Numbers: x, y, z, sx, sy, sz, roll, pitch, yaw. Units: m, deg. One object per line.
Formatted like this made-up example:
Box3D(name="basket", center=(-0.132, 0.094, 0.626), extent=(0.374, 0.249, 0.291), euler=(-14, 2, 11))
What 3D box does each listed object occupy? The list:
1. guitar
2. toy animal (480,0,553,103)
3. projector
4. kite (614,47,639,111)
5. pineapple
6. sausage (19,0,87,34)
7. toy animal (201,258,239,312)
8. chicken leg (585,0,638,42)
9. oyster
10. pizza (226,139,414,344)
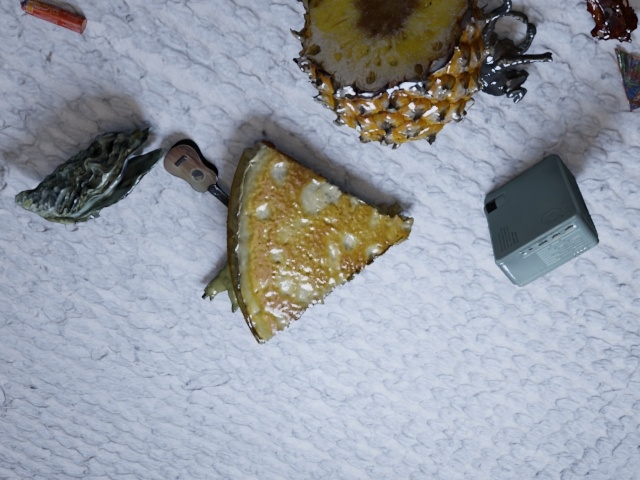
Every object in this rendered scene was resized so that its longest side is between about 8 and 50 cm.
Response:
Box3D(name="guitar", center=(-0.224, -0.109, 1.674), extent=(0.084, 0.038, 0.271), euler=(-38, 110, 25))
Box3D(name="toy animal", center=(0.335, -0.363, 1.444), extent=(0.148, 0.085, 0.232), euler=(-35, 117, 25))
Box3D(name="projector", center=(0.437, -0.038, 1.538), extent=(0.192, 0.257, 0.099), euler=(-33, 115, 23))
Box3D(name="kite", center=(0.643, -0.323, 1.488), extent=(0.189, 0.010, 0.159), euler=(18, 120, -9))
Box3D(name="pineapple", center=(0.134, -0.336, 1.319), extent=(0.352, 0.300, 0.353), euler=(-2, 80, 14))
Box3D(name="sausage", center=(-0.523, -0.441, 1.491), extent=(0.129, 0.034, 0.034), euler=(20, 122, -7))
Box3D(name="toy animal", center=(-0.191, 0.071, 1.767), extent=(0.101, 0.103, 0.219), euler=(33, 123, 6))
Box3D(name="chicken leg", center=(0.505, -0.442, 1.400), extent=(0.089, 0.048, 0.219), euler=(-39, 112, 22))
Box3D(name="oyster", center=(-0.486, -0.126, 1.610), extent=(0.350, 0.162, 0.158), euler=(-20, 98, 14))
Box3D(name="pizza", center=(0.000, 0.000, 1.662), extent=(0.405, 0.130, 0.440), euler=(-3, 103, -12))
